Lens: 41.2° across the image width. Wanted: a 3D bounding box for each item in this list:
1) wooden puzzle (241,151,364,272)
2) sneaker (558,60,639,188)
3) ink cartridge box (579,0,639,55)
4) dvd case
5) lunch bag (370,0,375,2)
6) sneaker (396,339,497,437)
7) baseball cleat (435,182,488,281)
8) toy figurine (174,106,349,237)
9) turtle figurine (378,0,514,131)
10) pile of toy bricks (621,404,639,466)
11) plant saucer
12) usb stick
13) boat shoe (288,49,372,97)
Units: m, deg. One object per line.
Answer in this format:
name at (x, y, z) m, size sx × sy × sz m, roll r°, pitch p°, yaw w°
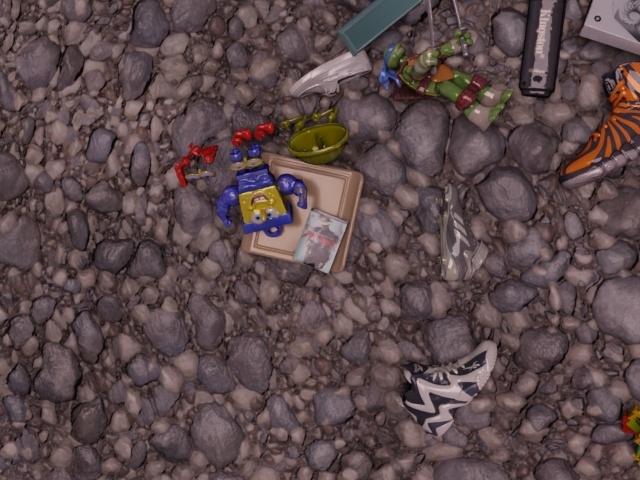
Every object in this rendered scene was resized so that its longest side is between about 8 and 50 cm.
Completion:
wooden puzzle at (-0.039, -0.061, 1.840) m, size 0.238 × 0.044 × 0.221 m, roll 13°, pitch 93°, yaw 11°
sneaker at (0.592, -0.242, 1.727) m, size 0.321 × 0.124 × 0.180 m, roll -30°, pitch 83°, yaw -4°
ink cartridge box at (0.658, -0.473, 1.707) m, size 0.224 × 0.045 × 0.223 m, roll 20°, pitch 73°, yaw 5°
dvd case at (0.000, 0.000, 1.802) m, size 0.087 × 0.013 × 0.119 m, roll 23°, pitch 94°, yaw 10°
lunch bag at (0.114, -0.633, 1.781) m, size 0.293 × 0.138 × 0.221 m, roll 32°, pitch 97°, yaw -8°
sneaker at (0.250, 0.277, 1.778) m, size 0.153 × 0.094 × 0.235 m, roll 35°, pitch 105°, yaw -3°
baseball cleat at (0.297, -0.017, 1.790) m, size 0.109 × 0.072 × 0.206 m, roll 1°, pitch 96°, yaw -7°
toy figurine at (-0.098, -0.115, 1.786) m, size 0.362 × 0.191 × 0.217 m, roll -14°, pitch 118°, yaw 4°
turtle figurine at (0.274, -0.366, 1.716) m, size 0.266 × 0.198 × 0.275 m, roll 36°, pitch 99°, yaw 1°
pile of toy bricks at (0.691, 0.445, 1.732) m, size 0.212 × 0.118 × 0.105 m, roll 40°, pitch 128°, yaw -4°
plant saucer at (0.127, -0.466, 1.769) m, size 0.192 × 0.018 × 0.067 m, roll -39°, pitch 116°, yaw -1°
usb stick at (0.463, -0.436, 1.765) m, size 0.077 × 0.045 × 0.278 m, roll 7°, pitch 92°, yaw 6°
boat shoe at (0.023, -0.342, 1.818) m, size 0.184 × 0.066 × 0.063 m, roll -27°, pitch 87°, yaw -3°
